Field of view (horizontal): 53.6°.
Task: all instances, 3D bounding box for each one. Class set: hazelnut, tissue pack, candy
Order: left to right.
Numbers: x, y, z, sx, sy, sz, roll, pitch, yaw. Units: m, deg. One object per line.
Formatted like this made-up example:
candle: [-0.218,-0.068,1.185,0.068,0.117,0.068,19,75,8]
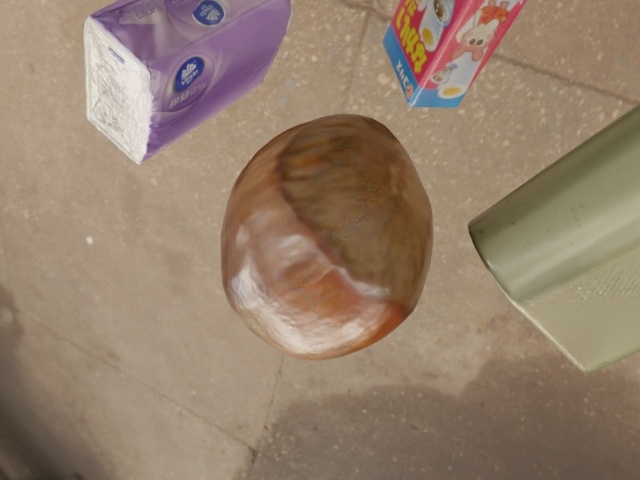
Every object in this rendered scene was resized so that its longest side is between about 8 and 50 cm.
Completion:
tissue pack: [-0.217,-0.315,1.076,0.160,0.338,0.242,43,147,7]
hazelnut: [0.000,0.000,0.549,0.214,0.214,0.176,-24,135,38]
candy: [0.201,-0.348,0.901,0.305,0.100,0.157,119,142,-50]

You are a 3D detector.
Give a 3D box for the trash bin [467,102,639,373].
trash bin: [0.287,-0.009,0.539,0.247,0.121,0.243,-36,130,23]
